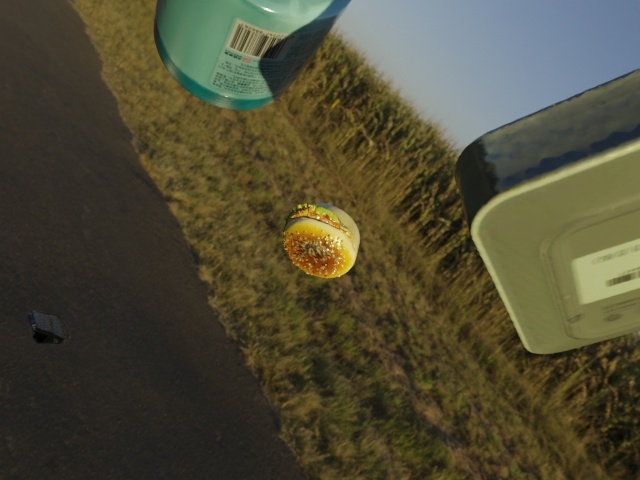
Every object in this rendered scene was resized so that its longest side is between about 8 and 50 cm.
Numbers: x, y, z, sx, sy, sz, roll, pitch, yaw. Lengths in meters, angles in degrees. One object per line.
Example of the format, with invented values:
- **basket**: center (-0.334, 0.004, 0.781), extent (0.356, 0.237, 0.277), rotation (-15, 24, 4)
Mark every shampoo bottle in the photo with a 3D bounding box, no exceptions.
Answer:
- **shampoo bottle**: center (-0.134, -0.475, 1.028), extent (0.331, 0.331, 0.343), rotation (43, -25, -10)

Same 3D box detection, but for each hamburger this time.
- **hamburger**: center (0.000, 0.000, 0.844), extent (0.127, 0.141, 0.081), rotation (23, 42, 7)

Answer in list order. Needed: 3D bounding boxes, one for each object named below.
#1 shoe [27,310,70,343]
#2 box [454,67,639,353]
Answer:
- **shoe**: center (-0.580, 0.184, 1.105), extent (0.062, 0.053, 0.159), rotation (61, -11, 16)
- **box**: center (0.383, -0.021, 0.579), extent (0.396, 0.396, 0.111), rotation (48, 28, -45)
